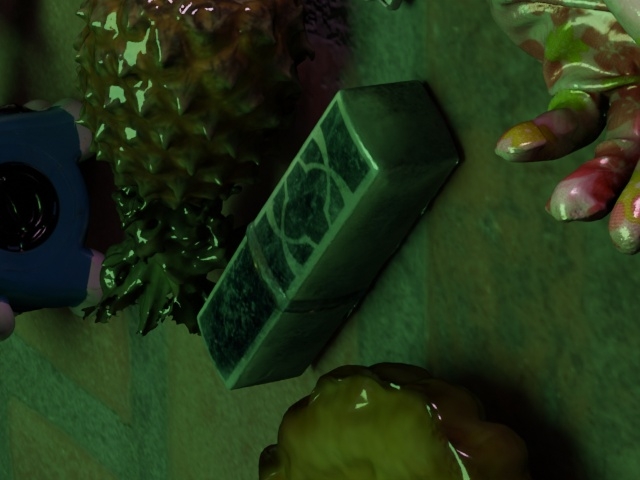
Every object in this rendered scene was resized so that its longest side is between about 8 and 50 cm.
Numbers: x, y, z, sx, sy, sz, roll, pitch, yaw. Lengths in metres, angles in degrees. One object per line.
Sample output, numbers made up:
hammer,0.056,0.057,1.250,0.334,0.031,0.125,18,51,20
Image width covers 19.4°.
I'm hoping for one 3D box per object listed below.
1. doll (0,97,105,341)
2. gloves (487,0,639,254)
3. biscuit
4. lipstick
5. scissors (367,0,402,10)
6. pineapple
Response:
doll,-0.341,-0.015,1.711,0.310,0.240,0.284,-8,73,57
gloves,0.156,-0.098,0.949,0.145,0.126,0.241,-51,60,38
biscuit,0.072,0.235,1.214,0.326,0.107,0.325,22,117,52
lipstick,0.000,0.000,1.284,0.289,0.076,0.077,-55,51,48
scissors,0.029,-0.243,1.215,0.100,0.015,0.189,-47,59,52
pineapple,-0.108,-0.065,1.364,0.175,0.175,0.361,58,147,32
